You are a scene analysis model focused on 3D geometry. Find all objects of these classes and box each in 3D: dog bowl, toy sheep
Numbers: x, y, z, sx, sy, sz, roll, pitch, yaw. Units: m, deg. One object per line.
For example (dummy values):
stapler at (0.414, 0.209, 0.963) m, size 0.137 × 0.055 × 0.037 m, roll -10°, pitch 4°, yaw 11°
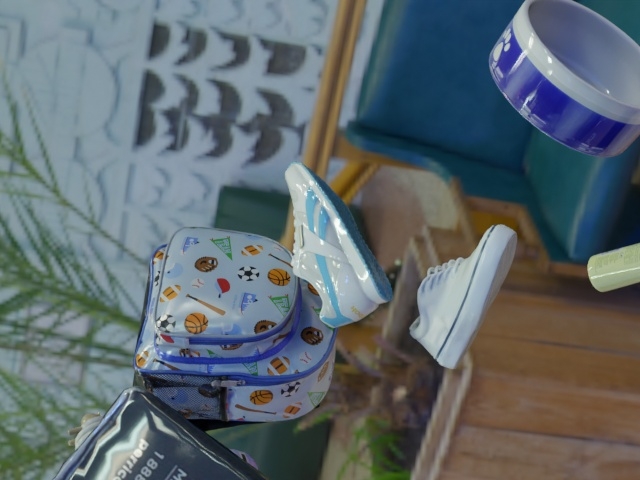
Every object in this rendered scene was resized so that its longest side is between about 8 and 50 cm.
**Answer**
dog bowl at (0.394, -0.254, 1.816) m, size 0.104 × 0.265 × 0.265 m, roll -55°, pitch 25°, yaw 37°
toy sheep at (-0.357, 0.334, 1.915) m, size 0.132 × 0.091 × 0.091 m, roll 61°, pitch 149°, yaw 35°

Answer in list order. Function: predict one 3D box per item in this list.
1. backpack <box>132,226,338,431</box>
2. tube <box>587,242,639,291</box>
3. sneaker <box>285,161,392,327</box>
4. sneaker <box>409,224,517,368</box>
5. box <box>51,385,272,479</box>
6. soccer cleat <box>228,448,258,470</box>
backpack at (-0.104, 0.113, 1.556) m, size 0.213 × 0.263 × 0.276 m, roll 105°, pitch 172°, yaw -52°
tube at (0.523, 0.025, 1.803) m, size 0.240 × 0.062 × 0.070 m, roll -21°, pitch 62°, yaw 43°
sneaker at (0.000, 0.000, 1.482) m, size 0.087 × 0.092 × 0.229 m, roll 32°, pitch -152°, yaw -59°
sneaker at (0.169, 0.066, 1.485) m, size 0.094 × 0.091 × 0.258 m, roll -50°, pitch -15°, yaw -41°
box at (0.026, 0.297, 0.612) m, size 0.212 × 0.395 × 0.293 m, roll -53°, pitch -22°, yaw -11°
soccer cleat at (-0.123, 0.289, 1.346) m, size 0.248 × 0.095 × 0.083 m, roll 14°, pitch -89°, yaw -64°
